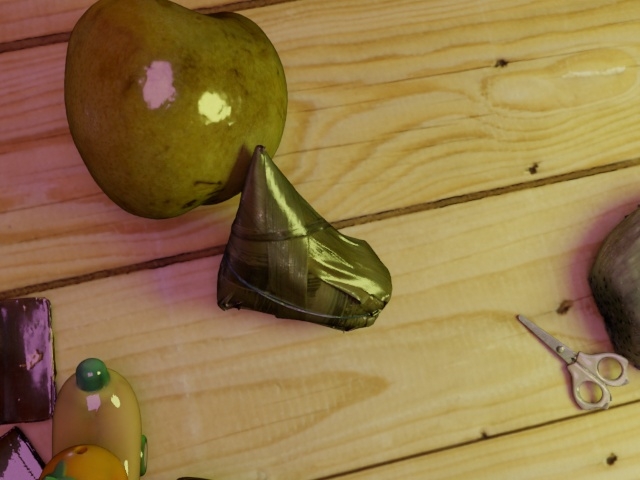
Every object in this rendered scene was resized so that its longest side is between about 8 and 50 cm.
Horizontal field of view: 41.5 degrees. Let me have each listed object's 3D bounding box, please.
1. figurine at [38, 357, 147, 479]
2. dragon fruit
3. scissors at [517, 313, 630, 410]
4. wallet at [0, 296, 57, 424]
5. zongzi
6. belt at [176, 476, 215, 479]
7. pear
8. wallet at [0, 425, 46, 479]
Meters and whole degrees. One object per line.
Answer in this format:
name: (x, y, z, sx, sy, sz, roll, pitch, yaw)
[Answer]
figurine: (-0.292, 0.319, 1.076, 0.124, 0.222, 0.325, 1, 60, -8)
dragon fruit: (0.537, 0.072, 1.219, 0.221, 0.204, 0.283, -25, 85, -7)
scissors: (0.374, 0.174, 1.277, 0.189, 0.015, 0.100, 39, 99, 8)
wallet: (-0.424, 0.171, 1.201, 0.095, 0.026, 0.176, -7, 82, 0)
zongzi: (0.000, 0.000, 1.151, 0.250, 0.274, 0.125, 11, 41, -10)
belt: (-0.043, 0.411, 1.109, 0.338, 0.217, 0.122, 19, 82, -5)
pear: (-0.201, -0.175, 1.135, 0.303, 0.304, 0.304, 1, 83, -6)
wallet: (-0.492, 0.384, 1.164, 0.255, 0.031, 0.137, -33, 88, -8)
